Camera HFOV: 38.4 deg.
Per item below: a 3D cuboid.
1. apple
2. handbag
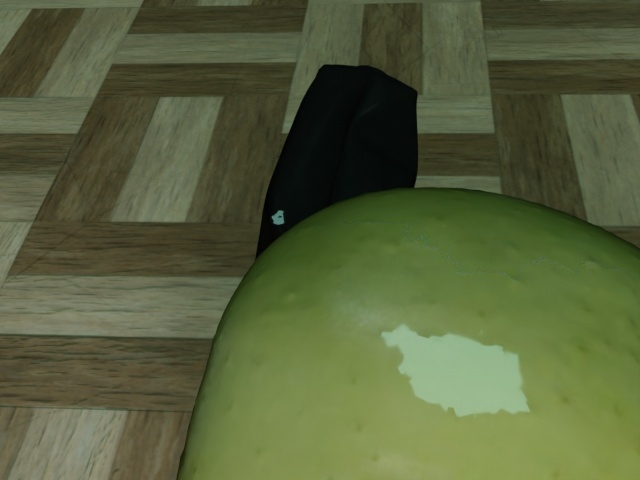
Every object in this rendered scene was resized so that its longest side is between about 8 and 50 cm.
[{"bbox_3d":[0.117,0.184,0.689,0.473,0.474,0.474,-2,41,2],"label":"apple"},{"bbox_3d":[0.000,0.000,1.038,0.152,0.288,0.342,21,43,-2],"label":"handbag"}]
